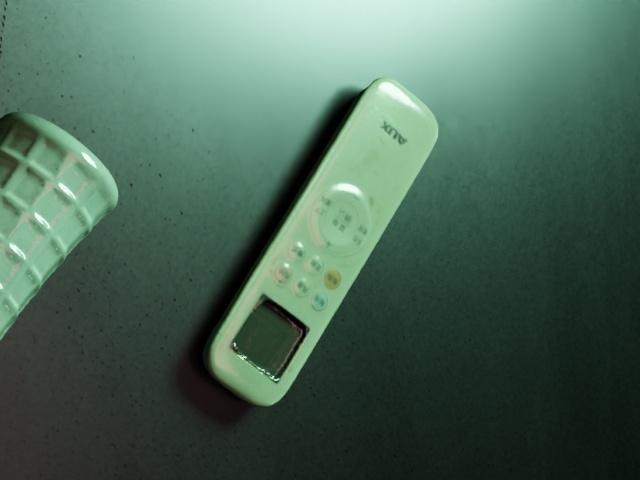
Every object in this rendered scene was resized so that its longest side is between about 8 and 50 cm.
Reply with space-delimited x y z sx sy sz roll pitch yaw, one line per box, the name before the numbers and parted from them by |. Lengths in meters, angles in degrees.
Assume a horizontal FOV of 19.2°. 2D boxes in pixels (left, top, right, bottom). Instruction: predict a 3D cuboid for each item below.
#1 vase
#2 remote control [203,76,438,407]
vase | -0.278 0.048 1.416 0.143 0.143 0.299 46 67 -24
remote control | 0.000 0.000 1.632 0.090 0.038 0.309 40 73 -26
